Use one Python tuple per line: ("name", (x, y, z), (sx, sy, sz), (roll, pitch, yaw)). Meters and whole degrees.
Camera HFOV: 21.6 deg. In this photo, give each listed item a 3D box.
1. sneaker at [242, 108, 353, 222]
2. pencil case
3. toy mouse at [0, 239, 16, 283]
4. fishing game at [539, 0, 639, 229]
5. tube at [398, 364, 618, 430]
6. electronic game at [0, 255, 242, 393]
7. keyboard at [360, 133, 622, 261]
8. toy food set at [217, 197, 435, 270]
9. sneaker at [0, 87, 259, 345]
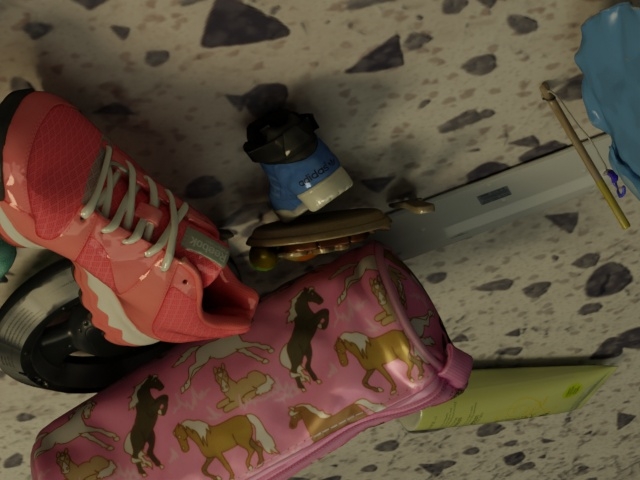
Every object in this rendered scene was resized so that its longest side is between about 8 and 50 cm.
("sneaker", (-0.025, -0.064, 1.341), (0.058, 0.084, 0.152), (-35, -176, -8))
("pencil case", (-0.061, 0.149, 1.473), (0.386, 0.167, 0.160), (-32, -177, 8))
("toy mouse", (-0.303, 0.012, 1.376), (0.143, 0.031, 0.161), (-30, 144, 26))
("fishing game", (0.260, -0.093, 1.238), (0.041, 0.189, 0.264), (-29, 171, -21))
("tube", (0.197, 0.163, 1.774), (0.240, 0.062, 0.070), (-2, -173, -26))
("electronic game", (-0.180, 0.068, 1.492), (0.229, 0.048, 0.229), (-16, 150, -10))
("keyboard", (0.156, -0.037, 1.484), (0.256, 0.014, 0.072), (-21, 142, 12))
("toy food set", (0.000, 0.000, 1.401), (0.192, 0.038, 0.132), (-10, -174, -5))
("sneaker", (-0.138, -0.016, 1.262), (0.136, 0.116, 0.314), (6, 154, 25))
